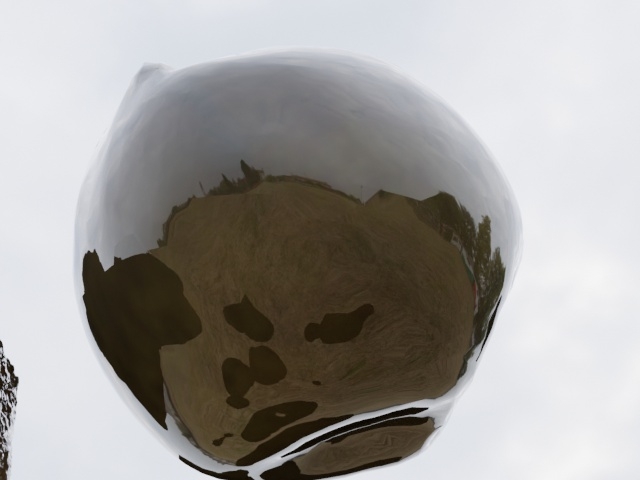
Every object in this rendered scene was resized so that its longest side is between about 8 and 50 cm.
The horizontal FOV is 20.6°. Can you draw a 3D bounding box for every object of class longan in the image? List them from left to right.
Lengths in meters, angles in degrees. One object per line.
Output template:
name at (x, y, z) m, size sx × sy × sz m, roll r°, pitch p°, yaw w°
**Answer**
longan at (-0.016, 0.011, 1.079) m, size 0.288 × 0.288 × 0.350 m, roll -4°, pitch -12°, yaw -9°

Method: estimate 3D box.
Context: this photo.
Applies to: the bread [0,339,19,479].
bread at (-0.378, 0.144, 0.993) m, size 0.417 × 0.165 × 0.113 m, roll -18°, pitch -69°, yaw -5°
